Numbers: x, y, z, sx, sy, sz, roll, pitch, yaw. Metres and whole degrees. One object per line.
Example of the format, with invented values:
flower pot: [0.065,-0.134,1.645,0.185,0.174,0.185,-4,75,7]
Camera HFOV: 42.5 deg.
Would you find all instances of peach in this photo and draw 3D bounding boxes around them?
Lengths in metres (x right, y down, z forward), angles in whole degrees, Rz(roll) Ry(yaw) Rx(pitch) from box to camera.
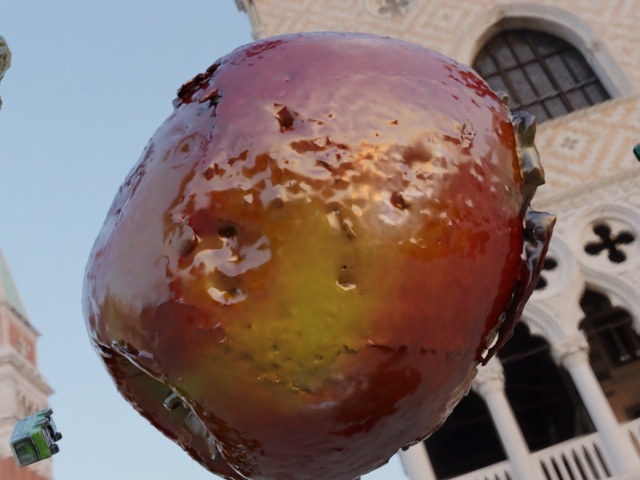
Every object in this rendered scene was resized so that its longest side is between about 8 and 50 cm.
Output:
peach: [0.000,0.000,0.733,0.416,0.339,0.353,-42,-55,-23]

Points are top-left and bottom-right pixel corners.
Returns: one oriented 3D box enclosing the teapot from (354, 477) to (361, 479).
teapot: [-0.054,0.277,1.038,0.239,0.162,0.149,31,-54,5]

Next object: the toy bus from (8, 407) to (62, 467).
toy bus: [-0.246,0.170,0.710,0.037,0.031,0.083,-21,6,-13]

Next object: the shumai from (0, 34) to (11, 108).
shumai: [-0.618,-0.268,1.421,0.184,0.184,0.142,-15,-35,-3]

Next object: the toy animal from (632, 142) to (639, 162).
toy animal: [0.247,-0.068,0.466,0.138,0.108,0.236,2,-20,26]
